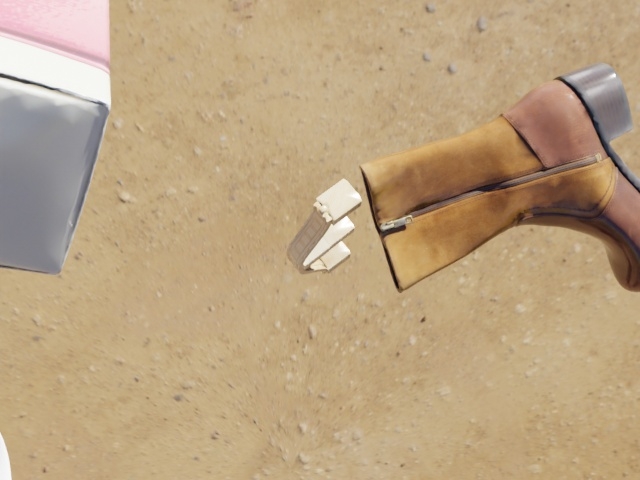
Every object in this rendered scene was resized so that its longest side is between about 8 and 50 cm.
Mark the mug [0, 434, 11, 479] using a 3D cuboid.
[{"bbox_3d":[-0.682,0.356,1.146,0.328,0.276,0.374,-4,116,4],"label":"mug"}]

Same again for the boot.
[{"bbox_3d":[0.206,-0.012,0.815,0.280,0.096,0.264,-26,115,-4],"label":"boot"}]

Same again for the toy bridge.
[{"bbox_3d":[0.000,0.000,0.700,0.063,0.188,0.026,-37,78,-10],"label":"toy bridge"}]

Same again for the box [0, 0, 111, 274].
[{"bbox_3d":[-0.227,-0.111,0.559,0.126,0.149,0.232,11,37,-24],"label":"box"}]
